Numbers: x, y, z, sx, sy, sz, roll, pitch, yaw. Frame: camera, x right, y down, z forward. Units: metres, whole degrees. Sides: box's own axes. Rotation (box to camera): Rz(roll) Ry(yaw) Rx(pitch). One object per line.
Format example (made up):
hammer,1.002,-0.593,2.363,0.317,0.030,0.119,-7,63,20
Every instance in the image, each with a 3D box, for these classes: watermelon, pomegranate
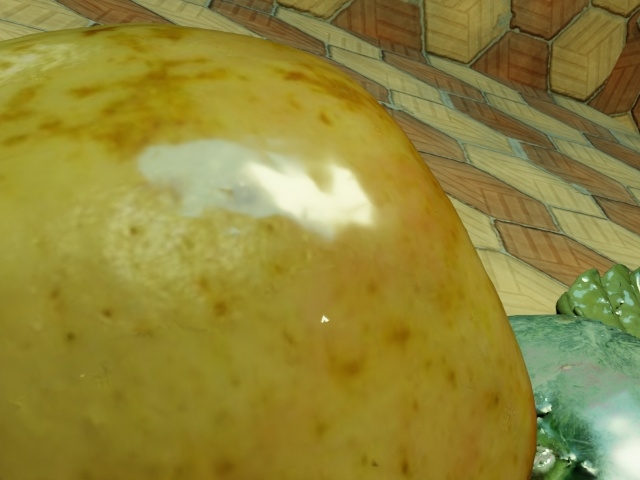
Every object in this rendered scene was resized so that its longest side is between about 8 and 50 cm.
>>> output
watermelon,0.164,0.128,0.756,0.322,0.188,0.175,32,-6,31
pomegranate,-0.090,0.083,0.467,0.342,0.343,0.342,21,18,-7

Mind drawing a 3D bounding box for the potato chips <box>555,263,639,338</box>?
potato chips,0.371,0.165,0.963,0.389,0.097,0.373,45,9,34
